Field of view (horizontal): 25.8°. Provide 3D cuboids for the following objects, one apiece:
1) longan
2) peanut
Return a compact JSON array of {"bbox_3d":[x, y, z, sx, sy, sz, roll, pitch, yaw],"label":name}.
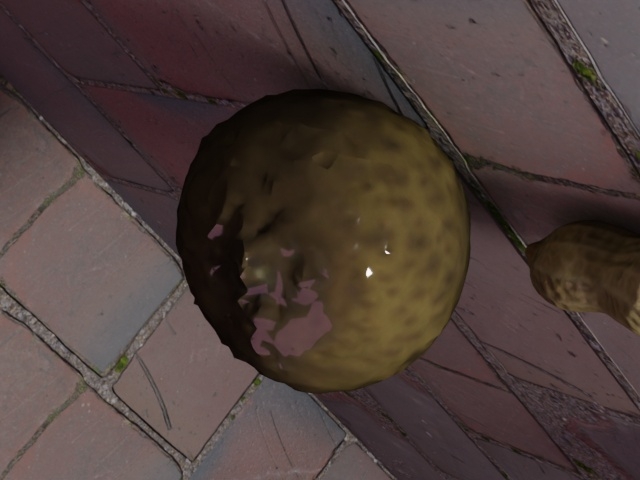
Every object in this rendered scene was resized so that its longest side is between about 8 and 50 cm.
[{"bbox_3d":[0.000,0.000,1.768,0.391,0.391,0.391,34,163,12],"label":"longan"},{"bbox_3d":[0.351,0.045,1.625,0.298,0.120,0.136,18,152,55],"label":"peanut"}]
